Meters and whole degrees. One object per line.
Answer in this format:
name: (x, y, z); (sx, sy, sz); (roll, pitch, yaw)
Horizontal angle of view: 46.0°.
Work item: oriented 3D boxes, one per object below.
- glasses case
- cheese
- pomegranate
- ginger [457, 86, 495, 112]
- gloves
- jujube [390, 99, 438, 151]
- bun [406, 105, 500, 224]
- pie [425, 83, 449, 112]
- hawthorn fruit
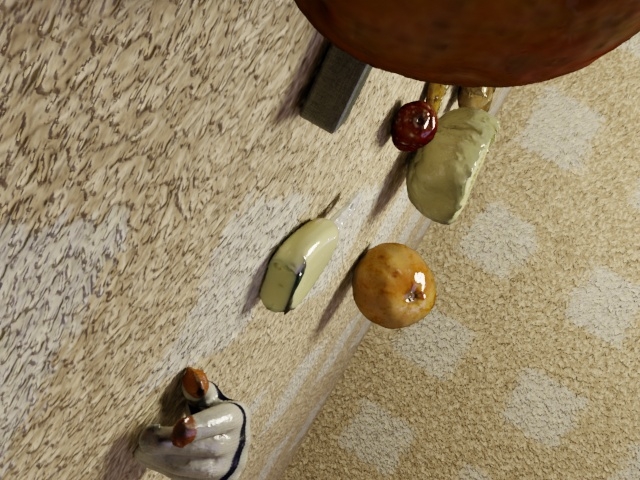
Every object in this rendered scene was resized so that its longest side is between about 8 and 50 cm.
glasses case: (0.044, -0.211, 0.754); (0.205, 0.047, 0.071); (-63, 177, 23)
cheese: (0.000, 0.000, 1.124); (0.251, 0.054, 0.127); (-49, 165, -44)
pomegranate: (0.175, 0.108, 1.790); (0.207, 0.207, 0.207); (-55, 169, -17)
ginger: (0.347, -0.336, 1.670); (0.148, 0.081, 0.334); (-64, 168, 7)
gloves: (-0.149, 0.253, 0.973); (0.140, 0.131, 0.218); (-59, 179, -12)
jujube: (0.155, -0.186, 1.250); (0.077, 0.077, 0.129); (-57, 175, -7)
bun: (0.268, -0.167, 1.596); (0.259, 0.152, 0.259); (23, 90, -79)
pie: (0.215, -0.285, 1.352); (0.092, 0.034, 0.170); (-50, 161, -28)
hawthorn fruit: (0.120, -0.215, 0.426); (0.277, 0.298, 0.277); (22, 90, -89)
